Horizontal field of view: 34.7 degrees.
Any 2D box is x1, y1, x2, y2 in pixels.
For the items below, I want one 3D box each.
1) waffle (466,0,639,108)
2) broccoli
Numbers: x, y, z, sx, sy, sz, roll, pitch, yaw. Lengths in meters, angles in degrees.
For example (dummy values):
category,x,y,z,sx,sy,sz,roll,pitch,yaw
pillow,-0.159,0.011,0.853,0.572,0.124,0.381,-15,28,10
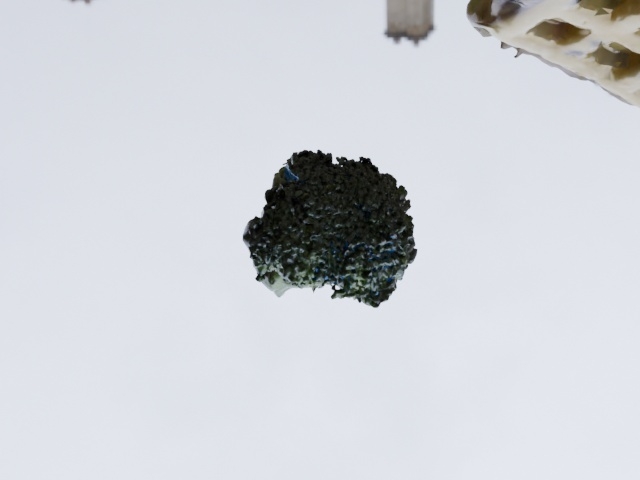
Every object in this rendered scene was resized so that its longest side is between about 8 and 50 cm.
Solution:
category,x,y,z,sx,sy,sz,roll,pitch,yaw
waffle,0.287,-0.160,0.583,0.261,0.114,0.376,25,166,-21
broccoli,0.000,0.000,0.879,0.160,0.154,0.167,-30,-156,37
